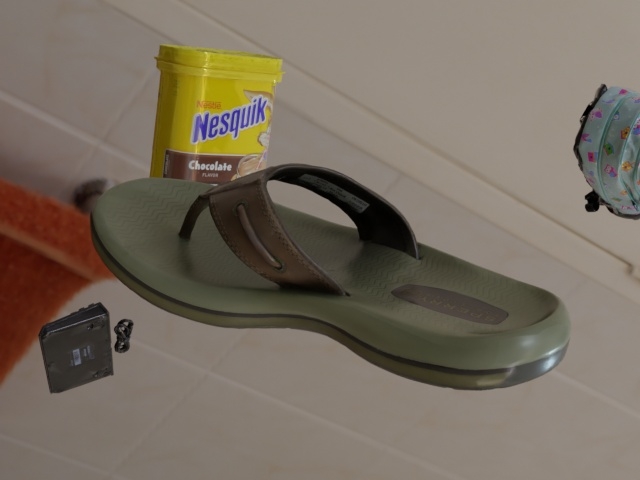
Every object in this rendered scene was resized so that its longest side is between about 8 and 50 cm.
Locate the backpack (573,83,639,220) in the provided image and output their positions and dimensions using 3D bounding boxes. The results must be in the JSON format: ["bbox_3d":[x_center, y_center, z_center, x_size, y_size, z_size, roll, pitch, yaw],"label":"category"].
[{"bbox_3d":[0.371,-0.112,1.389,0.115,0.182,0.152,17,-99,29],"label":"backpack"}]

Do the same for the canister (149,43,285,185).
[{"bbox_3d":[-0.105,-0.099,1.142,0.073,0.126,0.170,19,-74,46],"label":"canister"}]

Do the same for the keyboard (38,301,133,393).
[{"bbox_3d":[-0.266,0.121,1.349,0.180,0.108,0.023,105,-37,-61],"label":"keyboard"}]

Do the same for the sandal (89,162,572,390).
[{"bbox_3d":[0.002,0.000,0.676,0.303,0.086,0.120,14,-148,28],"label":"sandal"}]
